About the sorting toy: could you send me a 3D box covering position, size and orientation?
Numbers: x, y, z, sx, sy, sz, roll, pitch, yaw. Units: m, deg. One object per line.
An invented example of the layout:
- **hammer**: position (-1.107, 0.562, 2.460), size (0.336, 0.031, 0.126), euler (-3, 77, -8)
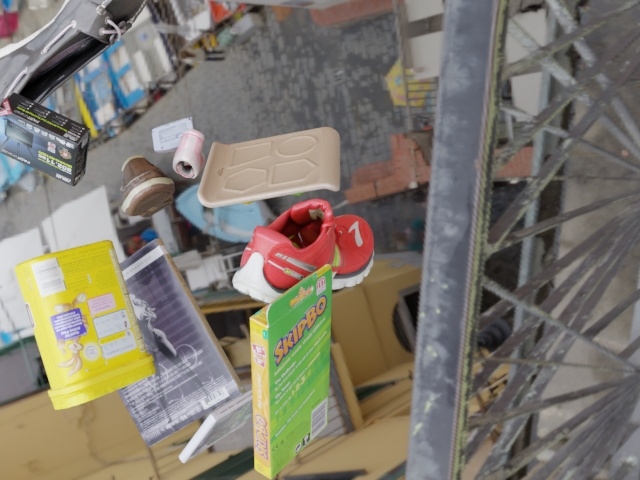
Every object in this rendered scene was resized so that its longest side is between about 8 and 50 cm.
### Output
- **sorting toy**: position (-0.073, -0.110, 1.242), size (0.208, 0.193, 0.038), euler (-6, 123, 5)

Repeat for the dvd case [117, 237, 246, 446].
- **dvd case**: position (-0.212, 0.132, 1.029), size (0.164, 0.018, 0.221), euler (-33, 84, 22)

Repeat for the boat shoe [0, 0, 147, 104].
- **boat shoe**: position (-0.374, -0.294, 1.229), size (0.335, 0.112, 0.096), euler (-31, 79, 13)

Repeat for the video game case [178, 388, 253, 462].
- **video game case**: position (-0.187, 0.364, 1.634), size (0.022, 0.173, 0.190), euler (49, 133, 15)

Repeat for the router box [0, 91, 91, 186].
- **router box**: position (-0.386, -0.139, 1.124), size (0.122, 0.038, 0.092), euler (25, 139, -1)

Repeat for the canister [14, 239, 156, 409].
- **canister**: position (-0.273, 0.094, 0.940), size (0.073, 0.126, 0.170), euler (-17, 90, 41)

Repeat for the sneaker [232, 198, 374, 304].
- **sneaker**: position (0.000, 0.000, 1.052), size (0.107, 0.279, 0.118), euler (27, 115, 22)

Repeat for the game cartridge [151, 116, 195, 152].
- **game cartridge**: position (-0.273, -0.195, 1.510), size (0.083, 0.017, 0.056), euler (-15, 66, 10)

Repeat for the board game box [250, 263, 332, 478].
- **board game box**: position (-0.034, 0.157, 0.984), size (0.039, 0.124, 0.259), euler (23, 127, 28)

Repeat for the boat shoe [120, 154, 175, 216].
- **boat shoe**: position (-0.311, -0.098, 1.385), size (0.095, 0.095, 0.257), euler (60, 168, -2)

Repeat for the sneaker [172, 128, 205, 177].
- **sneaker**: position (-0.227, -0.131, 1.376), size (0.134, 0.051, 0.070), euler (121, 162, -69)
